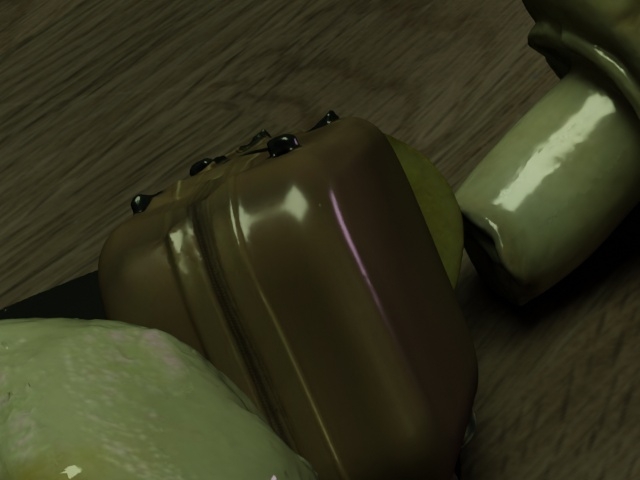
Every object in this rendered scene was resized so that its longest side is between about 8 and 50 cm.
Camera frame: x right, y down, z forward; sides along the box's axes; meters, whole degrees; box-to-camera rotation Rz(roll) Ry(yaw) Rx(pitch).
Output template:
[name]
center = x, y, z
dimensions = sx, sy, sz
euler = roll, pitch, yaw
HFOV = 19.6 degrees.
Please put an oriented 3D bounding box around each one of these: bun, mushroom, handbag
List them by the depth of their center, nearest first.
[bun]
center = -0.092, 0.223, 0.844
dimensions = 0.219, 0.365, 0.365
euler = 6, 22, -32
[handbag]
center = 0.004, 0.076, 1.072
dimensions = 0.149, 0.283, 0.302
euler = -24, 6, 10
[mushroom]
center = 0.222, -0.109, 1.305
dimensions = 0.336, 0.314, 0.314
euler = -42, 38, -5

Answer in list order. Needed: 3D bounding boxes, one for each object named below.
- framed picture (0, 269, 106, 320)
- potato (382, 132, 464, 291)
[framed picture]
center = -0.194, 0.134, 1.280
dimensions = 0.244, 0.013, 0.324
euler = -25, 36, -19
[potato]
center = 0.000, 0.000, 1.296
dimensions = 0.203, 0.178, 0.158
euler = -51, 8, 11
